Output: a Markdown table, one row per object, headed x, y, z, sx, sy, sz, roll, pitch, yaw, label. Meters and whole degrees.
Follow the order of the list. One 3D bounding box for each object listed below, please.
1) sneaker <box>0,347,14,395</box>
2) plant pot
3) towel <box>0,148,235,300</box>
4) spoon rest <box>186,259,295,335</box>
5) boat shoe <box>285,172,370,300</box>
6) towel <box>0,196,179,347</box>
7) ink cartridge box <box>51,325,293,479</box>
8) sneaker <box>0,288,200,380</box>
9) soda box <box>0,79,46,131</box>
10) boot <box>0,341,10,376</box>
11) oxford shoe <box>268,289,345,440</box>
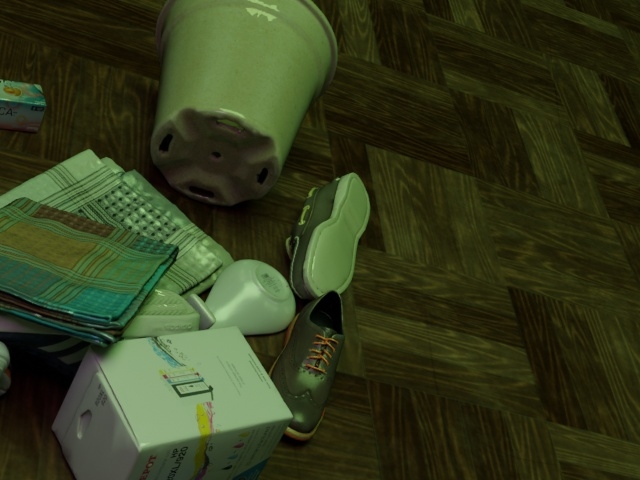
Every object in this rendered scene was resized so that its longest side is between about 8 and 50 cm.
| x | y | z | sx | sy | sz | roll | pitch | yaw | label |
| --- | --- | --- | --- | --- | --- | --- | --- | --- | --- |
| -0.498 | 0.130 | 1.634 | 0.215 | 0.084 | 0.083 | 30 | 33 | -16 | sneaker |
| -0.153 | -0.238 | 2.165 | 0.334 | 0.334 | 0.305 | 21 | 47 | -12 | plant pot |
| -0.324 | -0.004 | 1.939 | 0.312 | 0.056 | 0.324 | 38 | 35 | 13 | towel |
| -0.131 | 0.099 | 1.934 | 0.137 | 0.084 | 0.276 | 51 | 27 | 12 | spoon rest |
| 0.000 | 0.000 | 2.124 | 0.116 | 0.096 | 0.324 | 61 | 29 | -27 | boat shoe |
| -0.352 | 0.027 | 1.683 | 0.271 | 0.040 | 0.370 | 18 | 17 | 2 | towel |
| -0.195 | 0.237 | 1.624 | 0.232 | 0.171 | 0.168 | -5 | 47 | -38 | ink cartridge box |
| -0.330 | 0.143 | 1.660 | 0.350 | 0.148 | 0.131 | 7 | 20 | -30 | sneaker |
| -0.549 | -0.227 | 2.056 | 0.183 | 0.063 | 0.058 | 4 | 41 | -31 | soda box |
| -0.482 | 0.199 | 1.484 | 0.258 | 0.095 | 0.123 | -11 | 55 | -29 | boot |
| -0.017 | 0.180 | 1.878 | 0.097 | 0.098 | 0.271 | 23 | 39 | -12 | oxford shoe |
